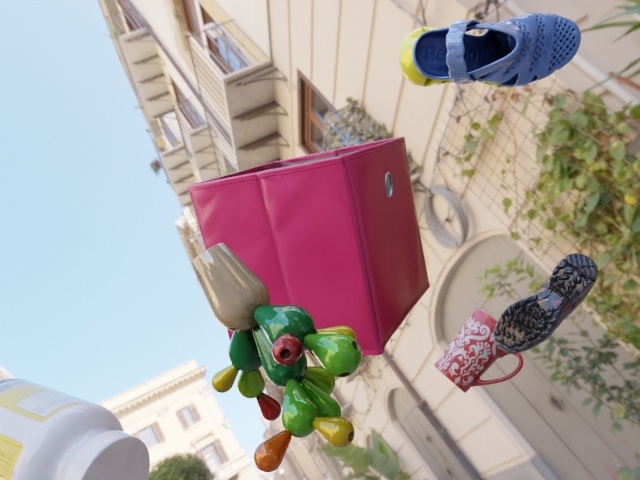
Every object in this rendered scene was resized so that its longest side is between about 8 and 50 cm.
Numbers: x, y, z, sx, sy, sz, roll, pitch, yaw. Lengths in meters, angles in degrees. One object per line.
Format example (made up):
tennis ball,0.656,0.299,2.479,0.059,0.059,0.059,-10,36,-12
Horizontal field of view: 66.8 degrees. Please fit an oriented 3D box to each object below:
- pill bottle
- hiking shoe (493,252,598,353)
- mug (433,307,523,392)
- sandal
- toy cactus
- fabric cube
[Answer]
pill bottle,-0.250,0.195,0.445,0.103,0.184,0.103,-15,-72,-60
hiking shoe,0.417,0.126,0.882,0.114,0.086,0.227,17,-59,-48
mug,0.358,0.261,1.102,0.169,0.150,0.113,-48,-56,-2
sandal,0.302,-0.321,0.825,0.316,0.138,0.126,-11,-75,-7
toy cactus,-0.053,0.090,0.407,0.112,0.181,0.219,-34,-3,-23
fabric cube,0.000,0.000,0.747,0.258,0.259,0.254,-6,13,29
